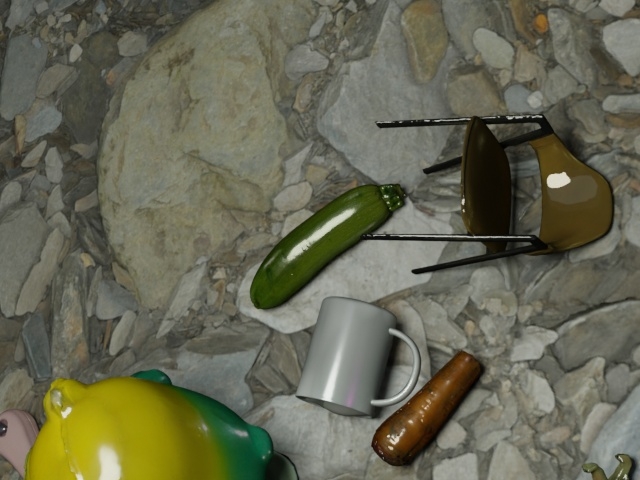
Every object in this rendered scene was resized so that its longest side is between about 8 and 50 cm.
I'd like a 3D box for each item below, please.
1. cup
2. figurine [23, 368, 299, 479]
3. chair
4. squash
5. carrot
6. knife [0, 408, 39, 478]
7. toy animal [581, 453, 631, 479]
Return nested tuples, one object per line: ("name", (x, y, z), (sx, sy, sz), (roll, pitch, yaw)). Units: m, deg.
("cup", (0.050, 0.150, 1.167), (0.136, 0.099, 0.133), (15, 74, 1))
("figurine", (-0.177, 0.273, 1.081), (0.231, 0.340, 0.324), (-35, 58, 12))
("chair", (0.200, -0.057, 1.136), (0.247, 0.172, 0.159), (-7, 64, 34))
("squash", (0.000, 0.000, 1.270), (0.258, 0.069, 0.069), (-40, 55, 9))
("carrot", (0.127, 0.199, 1.123), (0.161, 0.055, 0.055), (-45, 54, -4))
("knife", (-0.385, 0.374, 1.339), (0.081, 0.043, 0.336), (-47, 56, 10))
("toy animal", (0.325, 0.253, 0.979), (0.220, 0.069, 0.086), (-29, 79, 21))
